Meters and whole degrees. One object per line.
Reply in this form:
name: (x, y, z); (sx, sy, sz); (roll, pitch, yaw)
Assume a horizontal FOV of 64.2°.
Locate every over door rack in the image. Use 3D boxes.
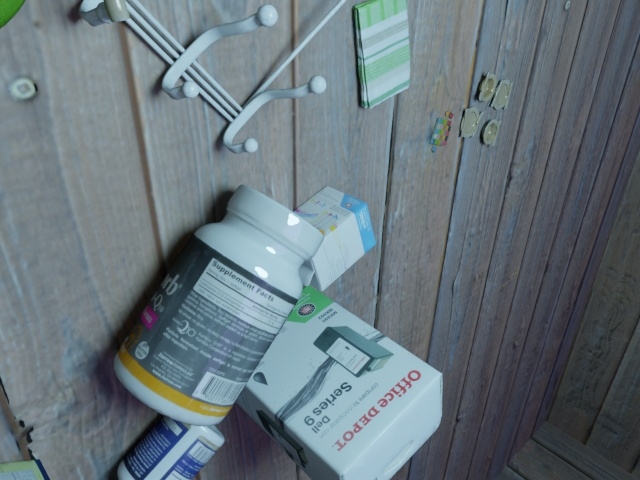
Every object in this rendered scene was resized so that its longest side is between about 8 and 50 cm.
over door rack: (-0.060, -0.282, 0.551); (0.324, 0.108, 0.239); (-56, 141, -6)

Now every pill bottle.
pill bottle: (-0.230, 0.326, 0.741); (0.169, 0.094, 0.094); (-47, 139, -17)
pill bottle: (-0.122, 0.078, 0.657); (0.278, 0.162, 0.162); (-58, 141, -5)

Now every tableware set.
tableware set: (0.351, -0.274, 1.066); (0.169, 0.020, 0.141); (-1, 113, -47)

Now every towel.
towel: (0.095, -0.293, 0.784); (0.113, 0.023, 0.152); (-35, 132, -31)

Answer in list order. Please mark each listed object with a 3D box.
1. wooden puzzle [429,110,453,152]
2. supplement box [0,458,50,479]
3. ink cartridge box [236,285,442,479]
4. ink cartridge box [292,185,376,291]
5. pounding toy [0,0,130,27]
wooden puzzle: (0.235, -0.211, 0.989); (0.049, 0.006, 0.083); (-5, 115, -46)
supplement box: (-0.380, 0.314, 0.602); (0.083, 0.056, 0.083); (22, 95, -51)
ink cartridge box: (0.012, 0.224, 0.786); (0.211, 0.289, 0.121); (-35, 135, -29)
ink cartridge box: (0.000, 0.000, 0.795); (0.143, 0.092, 0.089); (-40, 136, -25)
pounding toy: (-0.254, -0.222, 0.326); (0.237, 0.110, 0.182); (-17, 114, -23)
